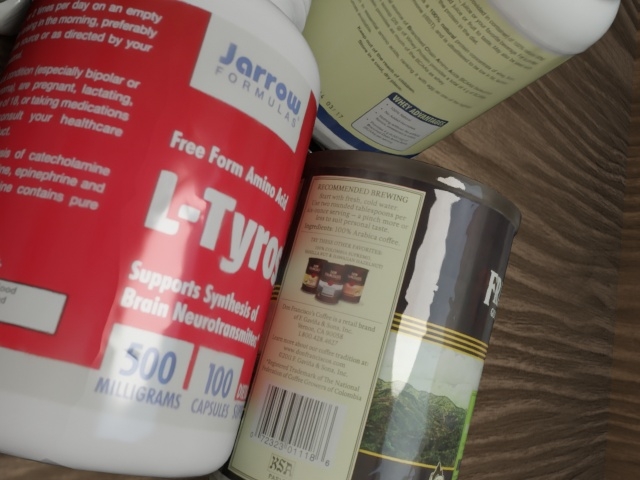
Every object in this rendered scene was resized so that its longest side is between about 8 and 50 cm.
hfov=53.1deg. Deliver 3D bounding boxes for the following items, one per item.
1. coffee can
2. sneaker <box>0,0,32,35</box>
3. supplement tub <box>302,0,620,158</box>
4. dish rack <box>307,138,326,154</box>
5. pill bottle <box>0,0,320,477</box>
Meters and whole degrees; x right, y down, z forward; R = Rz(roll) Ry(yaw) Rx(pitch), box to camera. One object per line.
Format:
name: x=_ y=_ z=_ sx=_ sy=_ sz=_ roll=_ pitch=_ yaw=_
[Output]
coffee can: x=0.039 y=0.088 z=0.548 sx=0.201 sy=0.201 sz=0.275 roll=26 pitch=76 yaw=-48
sneaker: x=-0.228 y=-0.231 z=0.507 sx=0.065 sy=0.061 sz=0.158 roll=32 pitch=63 yaw=-18
supplement tub: x=0.119 y=-0.235 z=0.599 sx=0.235 sy=0.325 sz=0.235 roll=18 pitch=59 yaw=-33
dish rack: x=0.000 y=0.000 z=0.682 sx=0.208 sy=0.074 sz=0.271 roll=44 pitch=74 yaw=-16
pill bottle: x=-0.129 y=-0.055 z=0.484 sx=0.229 sy=0.229 sz=0.408 roll=29 pitch=70 yaw=-48
